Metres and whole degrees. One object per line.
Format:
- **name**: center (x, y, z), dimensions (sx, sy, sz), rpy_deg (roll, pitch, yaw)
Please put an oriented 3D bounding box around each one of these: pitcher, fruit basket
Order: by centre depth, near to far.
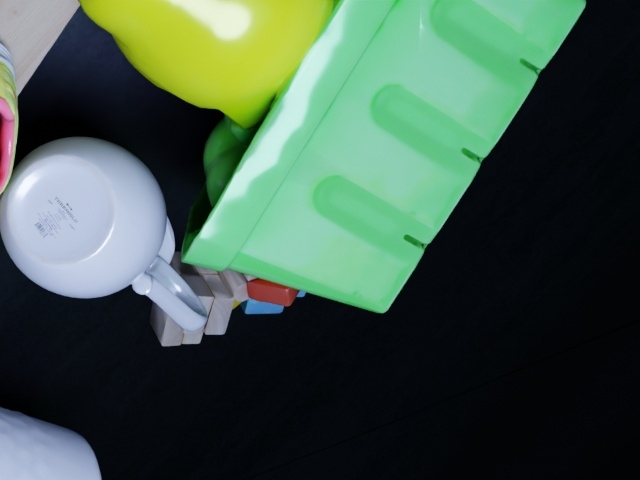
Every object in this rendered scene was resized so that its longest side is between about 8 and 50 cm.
- **fruit basket**: center (-0.030, -0.162, 1.004), dimensions (0.392, 0.283, 0.392), rpy_deg (-1, 103, -3)
- **pitcher**: center (-0.164, 0.003, 1.042), dimensions (0.125, 0.178, 0.207), rpy_deg (-44, 174, 1)

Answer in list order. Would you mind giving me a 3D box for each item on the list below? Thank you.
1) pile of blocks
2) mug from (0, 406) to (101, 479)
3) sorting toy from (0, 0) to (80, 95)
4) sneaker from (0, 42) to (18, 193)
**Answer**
- **pile of blocks**: center (0.000, 0.000, 1.225), dimensions (0.362, 0.112, 0.149), rpy_deg (-42, 130, 4)
- **mug**: center (-0.424, 0.272, 1.116), dimensions (0.328, 0.276, 0.374), rpy_deg (23, 139, -31)
- **sorting toy**: center (-0.344, -0.173, 0.945), dimensions (0.255, 0.089, 0.257), rpy_deg (28, 106, -38)
- **sneaker**: center (-0.273, -0.042, 0.950), dimensions (0.081, 0.094, 0.208), rpy_deg (4, 121, -31)
